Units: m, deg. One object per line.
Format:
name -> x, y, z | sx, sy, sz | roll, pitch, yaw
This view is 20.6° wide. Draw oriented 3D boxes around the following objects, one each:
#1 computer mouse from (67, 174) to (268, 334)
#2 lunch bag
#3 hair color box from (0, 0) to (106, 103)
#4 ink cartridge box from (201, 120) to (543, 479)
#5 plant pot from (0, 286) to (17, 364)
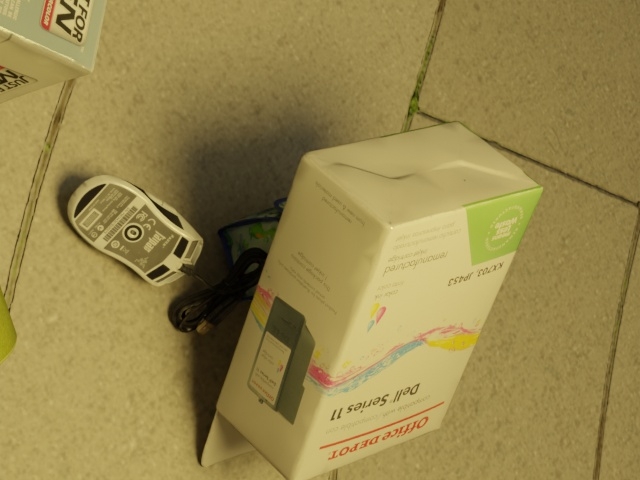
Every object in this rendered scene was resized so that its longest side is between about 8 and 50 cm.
computer mouse -> -0.144, 0.001, 1.587 | 0.193, 0.106, 0.042 | 40, 14, -25
lunch bag -> 0.000, 0.000, 1.663 | 0.129, 0.151, 0.096 | -16, 94, -42
hair color box -> -0.365, -0.224, 1.341 | 0.374, 0.185, 0.113 | 24, 67, -38
ink cartridge box -> 0.039, 0.082, 1.571 | 0.207, 0.119, 0.353 | -15, 135, -43
plant pot -> -0.370, -0.044, 1.205 | 0.275, 0.275, 0.293 | -22, 110, -43
